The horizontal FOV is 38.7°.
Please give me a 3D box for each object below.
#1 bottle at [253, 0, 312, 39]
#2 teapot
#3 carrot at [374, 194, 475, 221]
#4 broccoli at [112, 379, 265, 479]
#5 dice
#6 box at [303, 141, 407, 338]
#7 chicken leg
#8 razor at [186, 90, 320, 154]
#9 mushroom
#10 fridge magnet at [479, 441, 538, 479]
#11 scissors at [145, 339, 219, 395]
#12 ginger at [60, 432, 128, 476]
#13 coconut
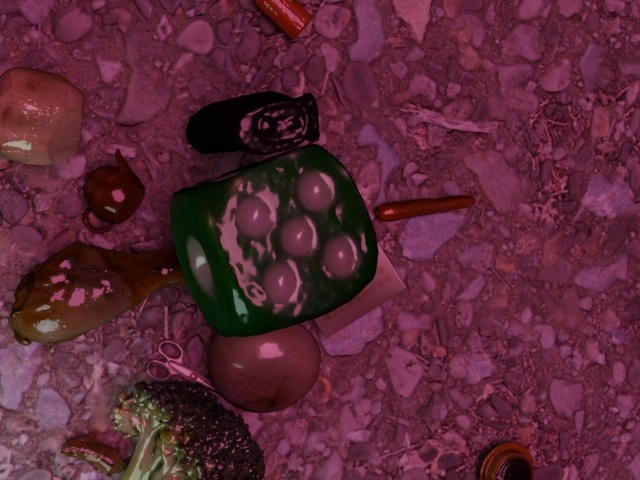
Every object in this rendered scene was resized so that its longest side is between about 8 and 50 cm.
[{"bbox_3d":[-0.102,-0.496,1.856,0.187,0.069,0.069,41,78,-16],"label":"bottle"},{"bbox_3d":[-0.408,-0.092,1.746,0.116,0.116,0.173,26,110,-18],"label":"teapot"},{"bbox_3d":[0.232,-0.074,1.994,0.248,0.043,0.043,-9,94,-21],"label":"carrot"},{"bbox_3d":[-0.272,0.431,1.712,0.281,0.293,0.348,-42,98,13],"label":"broccoli"},{"bbox_3d":[-0.090,-0.001,1.665,0.300,0.297,0.287,-22,97,-23],"label":"dice"},{"bbox_3d":[0.000,0.000,1.881,0.205,0.051,0.365,-32,101,2],"label":"box"},{"bbox_3d":[-0.381,0.083,1.744,0.429,0.153,0.201,-14,108,-26],"label":"chicken leg"},{"bbox_3d":[-0.133,-0.220,1.715,0.189,0.327,0.107,-16,102,-22],"label":"razor"},{"bbox_3d":[-0.112,0.238,1.815,0.227,0.178,0.226,-3,119,-5],"label":"mushroom"},{"bbox_3d":[0.425,0.527,2.057,0.143,0.063,0.143,-1,94,-21],"label":"fridge magnet"},{"bbox_3d":[-0.263,0.272,1.837,0.176,0.022,0.085,33,77,-13],"label":"scissors"},{"bbox_3d":[-0.435,0.418,1.772,0.137,0.044,0.057,30,99,-15],"label":"ginger"},{"bbox_3d":[-0.531,-0.227,1.658,0.194,0.194,0.194,0,91,-19],"label":"coconut"}]
